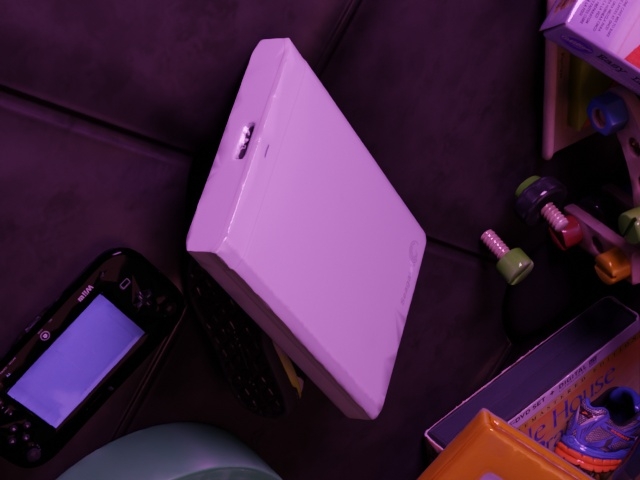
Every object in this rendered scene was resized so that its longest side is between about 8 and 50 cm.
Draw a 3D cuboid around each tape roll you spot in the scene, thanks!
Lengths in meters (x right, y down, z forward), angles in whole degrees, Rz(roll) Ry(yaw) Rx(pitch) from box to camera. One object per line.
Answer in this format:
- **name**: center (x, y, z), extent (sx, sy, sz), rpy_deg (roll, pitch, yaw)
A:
- **tape roll**: center (-0.167, 0.327, 1.300), extent (0.321, 0.077, 0.321), rpy_deg (-25, 133, -29)

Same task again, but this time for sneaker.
- **sneaker**: center (-0.055, 0.058, 1.227), extent (0.097, 0.084, 0.234), rpy_deg (-56, 149, -41)
- **sneaker**: center (0.378, 0.217, 1.633), extent (0.221, 0.083, 0.087), rpy_deg (-10, 119, -43)

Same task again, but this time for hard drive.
- **hard drive**: center (0.000, 0.000, 1.173), extent (0.307, 0.040, 0.203), rpy_deg (50, 49, -49)

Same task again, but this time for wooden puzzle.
- **wooden puzzle**: center (0.318, -0.212, 1.383), extent (0.239, 0.044, 0.221), rpy_deg (-29, 134, -25)

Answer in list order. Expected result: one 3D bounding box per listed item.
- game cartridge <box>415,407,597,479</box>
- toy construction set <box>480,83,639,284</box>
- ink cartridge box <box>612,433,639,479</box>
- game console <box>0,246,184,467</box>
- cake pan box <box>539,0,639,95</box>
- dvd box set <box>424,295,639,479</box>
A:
- **game cartridge**: center (0.196, 0.380, 1.534), extent (0.285, 0.052, 0.323), rpy_deg (33, 109, -13)
- **toy construction set**: center (0.386, -0.021, 1.406), extent (0.309, 0.237, 0.257), rpy_deg (-10, 141, -43)
- **ink cartridge box**: center (0.471, 0.151, 1.418), extent (0.270, 0.151, 0.395), rpy_deg (-51, 168, -19)
- **game console**: center (-0.264, 0.148, 1.103), extent (0.361, 0.044, 0.213), rpy_deg (-48, 140, -6)
- **cake pan box**: center (0.373, -0.244, 1.260), extent (0.246, 0.070, 0.267), rpy_deg (32, 83, -12)
- **dvd box set**: center (0.282, 0.303, 1.712), extent (0.308, 0.062, 0.420), rpy_deg (-33, 137, -22)
